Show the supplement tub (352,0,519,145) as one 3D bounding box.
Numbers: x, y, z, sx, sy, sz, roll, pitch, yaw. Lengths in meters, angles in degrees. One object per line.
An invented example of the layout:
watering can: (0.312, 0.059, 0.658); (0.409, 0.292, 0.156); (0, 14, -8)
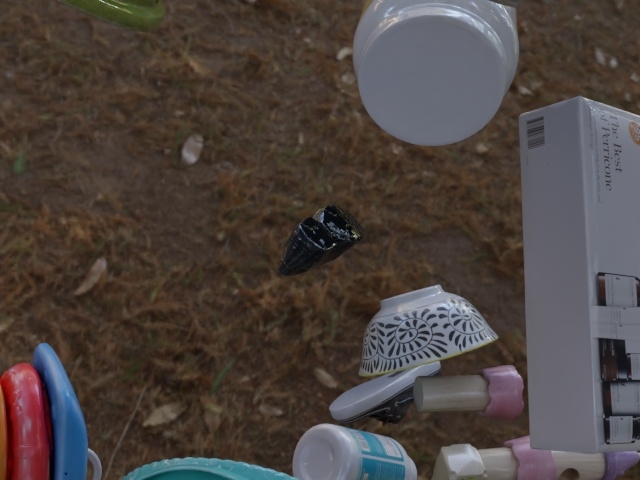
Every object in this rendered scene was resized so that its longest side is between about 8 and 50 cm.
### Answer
supplement tub: (0.177, -0.316, 1.270); (0.241, 0.241, 0.331); (20, 40, -4)

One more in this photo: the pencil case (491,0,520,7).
pencil case: (0.174, -0.387, 0.616); (0.160, 0.410, 0.183); (7, 14, 7)

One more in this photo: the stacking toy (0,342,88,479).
stacking toy: (-0.406, 0.215, 0.850); (0.302, 0.175, 0.166); (-2, 19, -29)

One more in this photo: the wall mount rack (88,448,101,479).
wall mount rack: (-0.545, 0.394, 1.326); (0.350, 0.304, 0.130); (17, 2, -35)

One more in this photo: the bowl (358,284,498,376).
bowl: (0.116, 0.100, 0.988); (0.170, 0.170, 0.080); (-13, 84, -30)

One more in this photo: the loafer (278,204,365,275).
loafer: (0.000, 0.000, 1.017); (0.062, 0.061, 0.170); (49, 26, 12)

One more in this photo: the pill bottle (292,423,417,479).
pill bottle: (0.079, 0.452, 1.649); (0.264, 0.146, 0.146); (25, 37, -44)

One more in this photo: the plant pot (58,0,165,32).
plant pot: (-0.136, -0.308, 0.475); (0.276, 0.254, 0.276); (37, 16, -12)

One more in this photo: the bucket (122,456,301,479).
bucket: (-0.093, 0.331, 0.735); (0.281, 0.281, 0.183); (17, 45, -7)

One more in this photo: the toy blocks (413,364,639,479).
toy blocks: (0.244, 0.342, 0.959); (0.260, 0.288, 0.309); (2, 34, -11)

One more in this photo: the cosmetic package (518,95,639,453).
cosmetic package: (0.198, 0.026, 0.592); (0.099, 0.060, 0.238); (8, 77, -37)

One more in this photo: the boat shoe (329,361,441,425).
boat shoe: (0.113, 0.255, 1.331); (0.229, 0.080, 0.076); (-19, 94, -42)
